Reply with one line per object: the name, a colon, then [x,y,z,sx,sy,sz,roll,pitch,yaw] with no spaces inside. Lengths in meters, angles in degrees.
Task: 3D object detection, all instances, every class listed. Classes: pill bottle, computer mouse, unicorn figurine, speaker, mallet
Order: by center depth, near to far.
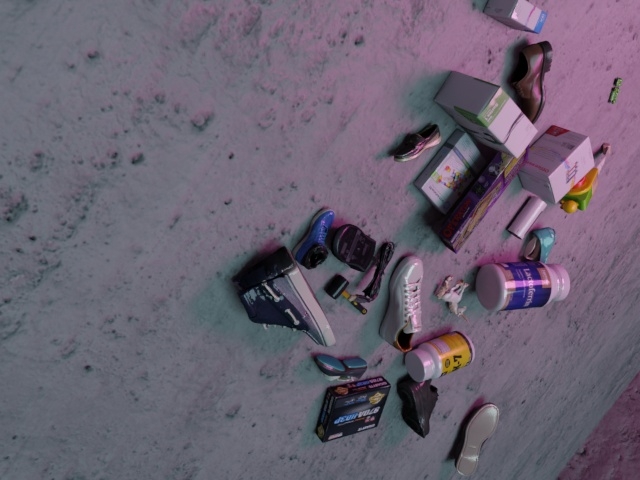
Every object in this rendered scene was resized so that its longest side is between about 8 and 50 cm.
computer mouse: [0.083,0.062,1.421,0.262,0.060,0.184,21,88,-50]
mallet: [0.086,0.150,1.505,0.062,0.039,0.189,-55,137,1]
unicorn figurine: [0.422,0.176,1.745,0.162,0.060,0.111,23,102,-25]
speaker: [0.655,-0.073,1.758,0.055,0.055,0.136,31,95,-42]
pill bottle: [0.648,0.142,1.775,0.264,0.153,0.153,-3,118,-17]
pill bottle: [0.383,0.375,1.786,0.208,0.119,0.119,-14,123,-28]

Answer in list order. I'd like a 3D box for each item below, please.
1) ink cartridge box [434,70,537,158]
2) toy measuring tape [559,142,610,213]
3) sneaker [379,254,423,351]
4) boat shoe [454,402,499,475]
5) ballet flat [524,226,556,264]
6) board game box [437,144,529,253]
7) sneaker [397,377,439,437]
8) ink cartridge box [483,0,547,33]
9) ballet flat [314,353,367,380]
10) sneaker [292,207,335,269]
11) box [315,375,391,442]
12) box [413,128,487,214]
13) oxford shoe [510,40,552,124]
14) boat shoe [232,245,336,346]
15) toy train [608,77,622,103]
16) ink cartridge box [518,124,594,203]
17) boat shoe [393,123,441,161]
ink cartridge box: [0.412,-0.310,1.375,0.219,0.160,0.092,28,99,-41]
toy measuring tape: [0.841,-0.208,1.802,0.330,0.121,0.121,-53,137,-29]
sneaker: [0.260,0.188,1.588,0.106,0.123,0.290,-6,118,-30]
boat shoe: [0.611,0.776,2.216,0.112,0.095,0.335,16,105,-3]
ballet flat: [0.727,0.065,1.886,0.087,0.083,0.247,-2,120,-7]
board game box: [0.455,-0.127,1.535,0.347,0.056,0.208,-54,155,2]
sneaker: [0.349,0.560,1.884,0.130,0.109,0.286,-32,132,-24]
ink cartridge box: [0.466,-0.543,1.324,0.122,0.088,0.052,5,113,-37]
ballet flat: [0.052,0.371,1.585,0.203,0.074,0.074,14,107,-42]
sneaker: [0.001,0.000,1.318,0.058,0.084,0.152,35,93,-42]
box: [0.102,0.520,1.718,0.220,0.051,0.175,-1,116,-35]
box: [0.350,-0.182,1.490,0.186,0.038,0.145,-51,132,2]
oxford shoe: [0.547,-0.411,1.480,0.096,0.083,0.227,-13,125,-6]
boat shoe: [-0.085,0.169,1.351,0.158,0.127,0.340,-28,128,-2]
toy train: [0.926,-0.469,1.742,0.023,0.017,0.083,-8,121,-20]
ink cartridge box: [0.694,-0.226,1.646,0.176,0.128,0.127,-42,132,-6]
boat shoe: [0.236,-0.242,1.368,0.152,0.056,0.049,-34,126,-27]
